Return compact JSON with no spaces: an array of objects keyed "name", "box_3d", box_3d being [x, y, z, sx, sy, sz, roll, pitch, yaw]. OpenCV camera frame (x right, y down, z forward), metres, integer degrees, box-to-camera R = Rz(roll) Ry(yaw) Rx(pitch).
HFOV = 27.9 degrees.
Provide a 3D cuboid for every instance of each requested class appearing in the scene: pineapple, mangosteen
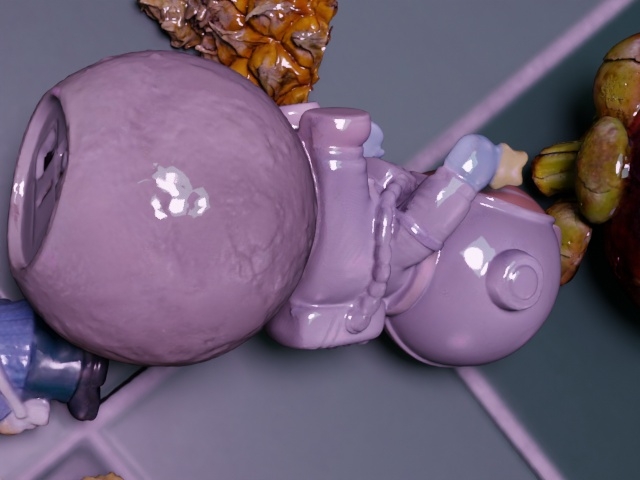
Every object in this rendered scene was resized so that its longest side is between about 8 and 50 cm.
[{"name":"pineapple","box_3d":[-0.042,-0.117,0.690,0.114,0.114,0.077,25,33,5]},{"name":"mangosteen","box_3d":[0.205,-0.031,0.704,0.180,0.166,0.166,10,73,9]}]

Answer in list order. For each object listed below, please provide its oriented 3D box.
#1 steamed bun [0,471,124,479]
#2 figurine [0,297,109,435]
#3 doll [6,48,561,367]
[{"name":"steamed bun","box_3d":[-0.128,0.194,0.556,0.177,0.106,0.192,7,77,-16]},{"name":"figurine","box_3d":[-0.173,0.050,0.593,0.149,0.087,0.086,8,38,-18]},{"name":"doll","box_3d":[0.000,0.000,0.621,0.287,0.151,0.151,11,74,-29]}]
